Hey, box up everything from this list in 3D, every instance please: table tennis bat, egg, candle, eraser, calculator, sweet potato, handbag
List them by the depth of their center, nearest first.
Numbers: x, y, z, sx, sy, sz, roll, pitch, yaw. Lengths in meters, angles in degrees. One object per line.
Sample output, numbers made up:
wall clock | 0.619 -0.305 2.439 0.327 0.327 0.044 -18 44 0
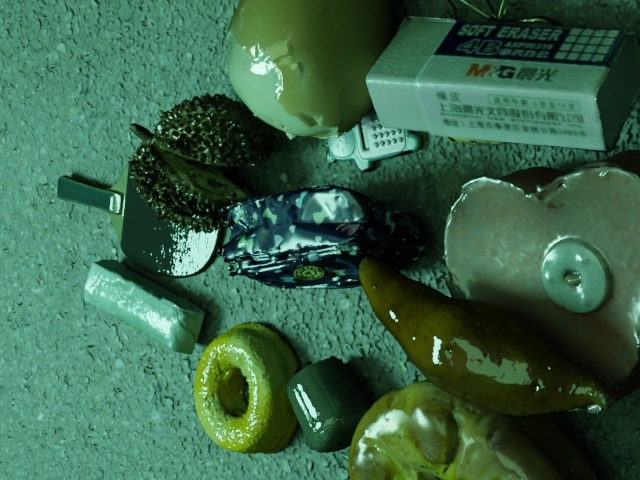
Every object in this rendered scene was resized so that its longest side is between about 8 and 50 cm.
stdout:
sweet potato | 0.166 0.119 1.683 0.359 0.112 0.112 22 106 34
candle | 0.303 0.042 1.690 0.317 0.131 0.287 -13 93 46
eraser | 0.208 -0.180 1.718 0.287 0.130 0.086 9 141 32
egg | -0.009 -0.244 1.843 0.201 0.201 0.244 25 93 32
handbag | 0.000 0.000 1.886 0.260 0.162 0.113 -9 75 36
calculator | 0.062 -0.134 1.909 0.141 0.019 0.094 -11 90 36
table tennis bat | -0.257 -0.043 2.146 0.301 0.022 0.173 15 103 33

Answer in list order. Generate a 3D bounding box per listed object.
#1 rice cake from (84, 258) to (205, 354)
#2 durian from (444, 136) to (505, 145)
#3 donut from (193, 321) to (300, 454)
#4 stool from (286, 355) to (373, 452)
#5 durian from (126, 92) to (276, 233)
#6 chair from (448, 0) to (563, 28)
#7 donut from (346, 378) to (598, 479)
rice cake | -0.248 0.087 2.126 0.206 0.063 0.069 29 108 30
durian | 0.183 -0.152 1.818 0.130 0.052 0.066 10 138 38
donut | -0.104 0.200 2.030 0.162 0.065 0.178 1 95 36
stool | 0.012 0.208 1.933 0.096 0.096 0.110 -43 64 30
durian | -0.161 -0.105 1.976 0.196 0.167 0.196 0 92 -3
chair | 0.220 -0.385 1.707 0.160 0.170 0.325 18 148 29
donut | 0.182 0.306 1.763 0.299 0.150 0.317 -13 93 43
